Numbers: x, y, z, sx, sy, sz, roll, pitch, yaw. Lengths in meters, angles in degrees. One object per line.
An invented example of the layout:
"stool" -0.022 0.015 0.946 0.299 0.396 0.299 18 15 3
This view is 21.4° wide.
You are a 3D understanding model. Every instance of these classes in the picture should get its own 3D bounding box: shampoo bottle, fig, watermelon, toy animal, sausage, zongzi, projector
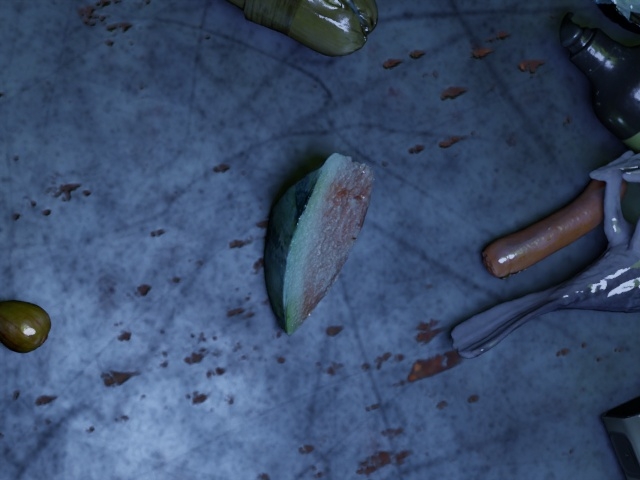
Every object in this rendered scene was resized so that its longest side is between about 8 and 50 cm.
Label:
"shampoo bottle" 0.351 -0.126 1.709 0.284 0.101 0.101 38 78 -10
"fig" -0.286 0.069 1.559 0.083 0.050 0.050 42 77 9
"watermelon" -0.009 0.000 1.626 0.094 0.081 0.180 26 97 -28
"toy animal" 0.310 0.013 1.676 0.367 0.081 0.206 -1 106 -23
"sausage" 0.238 -0.016 1.705 0.177 0.040 0.047 -31 55 -15
"zongzi" -0.012 -0.315 1.617 0.221 0.112 0.242 31 79 -10
"projector" 0.341 0.198 1.697 0.083 0.083 0.082 -23 92 -15

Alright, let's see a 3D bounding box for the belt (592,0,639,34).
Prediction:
"belt" 0.331 -0.268 1.735 0.140 0.058 0.105 40 84 -13
